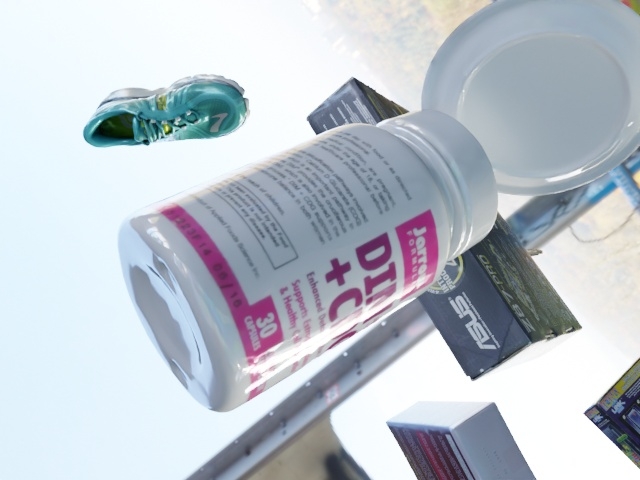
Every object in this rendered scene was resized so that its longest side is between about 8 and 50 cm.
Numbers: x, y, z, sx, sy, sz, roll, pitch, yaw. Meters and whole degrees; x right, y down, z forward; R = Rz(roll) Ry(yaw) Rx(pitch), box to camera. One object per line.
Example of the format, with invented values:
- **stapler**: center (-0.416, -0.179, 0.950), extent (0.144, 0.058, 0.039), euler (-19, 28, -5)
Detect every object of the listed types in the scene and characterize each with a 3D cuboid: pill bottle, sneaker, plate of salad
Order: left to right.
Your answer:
- **sneaker**: center (-0.238, -0.183, 1.051), extent (0.110, 0.276, 0.107), euler (-67, -34, -55)
- **pill bottle**: center (0.000, 0.000, 0.550), extent (0.160, 0.283, 0.160), euler (39, 143, 36)
- **plate of salad**: center (0.188, -0.124, 0.589), extent (0.200, 0.200, 0.048), euler (44, -146, -26)

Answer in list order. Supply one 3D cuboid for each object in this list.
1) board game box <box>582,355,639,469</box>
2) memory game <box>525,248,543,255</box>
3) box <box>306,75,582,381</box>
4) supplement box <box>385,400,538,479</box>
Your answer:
- **board game box**: center (0.549, 0.288, 1.142), extent (0.141, 0.170, 0.048), euler (47, 148, 22)
- **memory game**: center (0.490, 0.035, 1.801), extent (0.186, 0.186, 0.012), euler (-26, -69, -79)
- **box**: center (0.180, -0.015, 0.927), extent (0.394, 0.097, 0.318), euler (59, -159, 19)
- **supplement box**: center (0.188, 0.295, 0.945), extent (0.130, 0.073, 0.239), euler (62, 160, 3)
